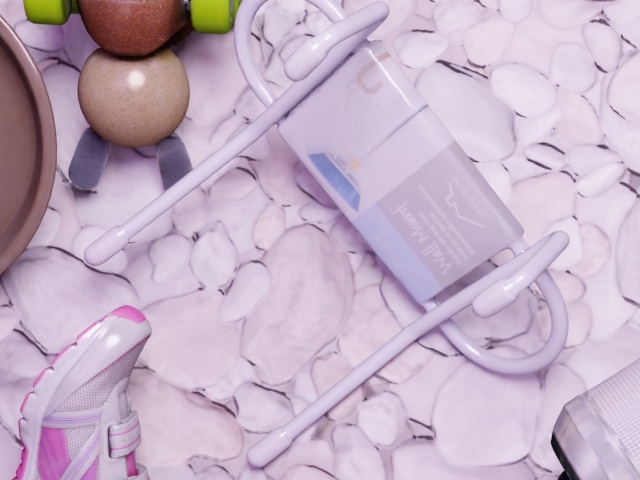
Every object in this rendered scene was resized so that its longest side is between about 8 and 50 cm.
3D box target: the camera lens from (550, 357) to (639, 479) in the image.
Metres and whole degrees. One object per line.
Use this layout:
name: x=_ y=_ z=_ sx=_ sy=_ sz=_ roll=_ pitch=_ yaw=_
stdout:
camera lens: x=0.303 y=0.142 z=0.793 sx=0.274 sy=0.219 sz=0.219 roll=-33 pitch=76 yaw=6

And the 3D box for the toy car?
toy car: x=-0.146 y=-0.130 z=1.003 sx=0.155 sy=0.149 sz=0.188 roll=3 pitch=107 yaw=1

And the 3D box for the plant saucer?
plant saucer: x=-0.339 y=-0.082 z=0.992 sx=0.277 sy=0.041 sz=0.278 roll=2 pitch=104 yaw=6

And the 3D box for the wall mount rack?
wall mount rack: x=0.000 y=0.000 z=0.915 sx=0.350 sy=0.130 sz=0.304 roll=52 pitch=133 yaw=0

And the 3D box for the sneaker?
sneaker: x=-0.172 y=0.170 z=0.957 sx=0.111 sy=0.103 sz=0.252 roll=25 pitch=105 yaw=8
